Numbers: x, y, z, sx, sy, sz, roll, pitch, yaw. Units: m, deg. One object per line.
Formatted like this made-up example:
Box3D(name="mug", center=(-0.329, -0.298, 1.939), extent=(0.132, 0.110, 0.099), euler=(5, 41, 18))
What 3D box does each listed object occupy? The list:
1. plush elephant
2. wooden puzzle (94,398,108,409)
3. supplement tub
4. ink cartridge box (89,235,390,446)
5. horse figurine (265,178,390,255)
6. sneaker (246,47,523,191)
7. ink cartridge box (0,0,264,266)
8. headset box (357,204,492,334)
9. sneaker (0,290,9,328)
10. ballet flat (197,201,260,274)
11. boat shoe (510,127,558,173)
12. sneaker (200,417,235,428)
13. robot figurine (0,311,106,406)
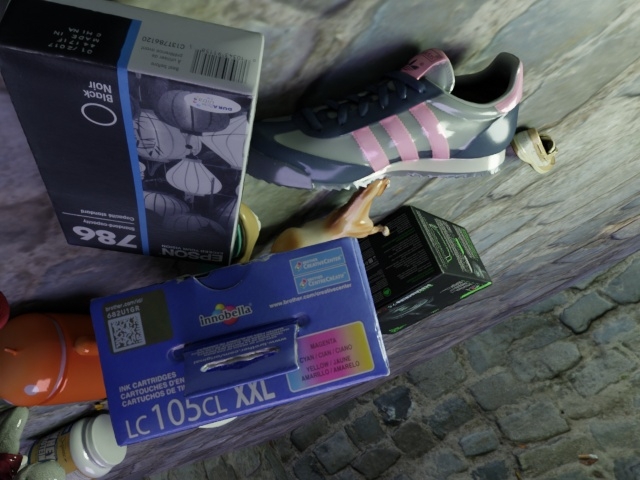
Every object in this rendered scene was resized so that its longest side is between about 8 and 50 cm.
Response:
Box3D(name="plush elephant", center=(-0.613, 0.429, 1.063), extent=(0.271, 0.255, 0.330), euler=(25, 101, -11))
Box3D(name="wooden puzzle", center=(-0.463, 0.360, 1.325), extent=(0.116, 0.014, 0.078), euler=(-18, 162, -11))
Box3D(name="supplement tub", center=(-0.583, 0.511, 1.382), extent=(0.199, 0.144, 0.144), euler=(-27, 158, 10))
Box3D(name="ink cartridge box", center=(-0.081, 0.112, 0.669), extent=(0.269, 0.151, 0.395), euler=(-14, 169, -4))
Box3D(name="horse figurine", center=(0.000, 0.000, 0.855), extent=(0.263, 0.066, 0.174), euler=(-27, 164, 5))
Box3D(name="sneaker", center=(0.066, -0.134, 0.590), extent=(0.318, 0.112, 0.131), euler=(-10, 131, -24))
Box3D(name="ink cartridge box", center=(-0.149, -0.054, 0.507), extent=(0.165, 0.065, 0.333), euler=(8, 153, -7))
Box3D(name="headset box", center=(0.151, 0.071, 1.075), extent=(0.246, 0.131, 0.283), euler=(-32, 157, 25))
Box3D(name="sneaker", center=(-0.457, 0.094, 0.640), extent=(0.221, 0.087, 0.128), euler=(-2, 162, -16))
Box3D(name="ballet flat", center=(-0.115, -0.006, 0.745), extent=(0.073, 0.080, 0.232), euler=(-43, 173, -30))
Box3D(name="boat shoe", center=(0.332, -0.136, 0.873), extent=(0.045, 0.050, 0.135), euler=(-30, 158, 33))
Box3D(name="sneaker", center=(-0.161, 0.284, 1.320), extent=(0.410, 0.158, 0.182), euler=(-12, 136, -30))
Box3D(name="robot figurine", center=(-0.360, 0.165, 0.808), extent=(0.219, 0.158, 0.128), euler=(16, 95, -58))
